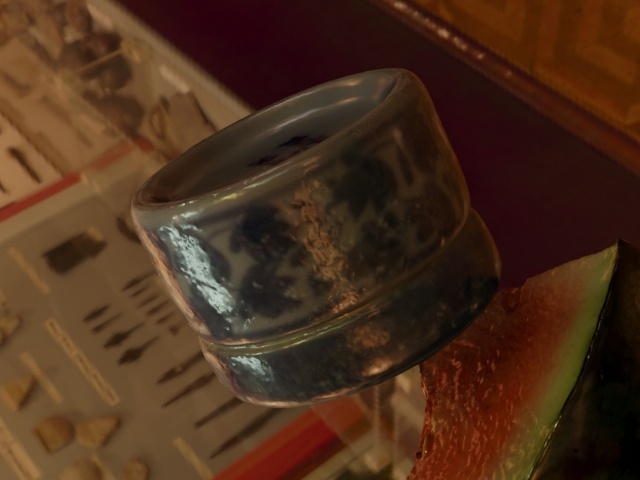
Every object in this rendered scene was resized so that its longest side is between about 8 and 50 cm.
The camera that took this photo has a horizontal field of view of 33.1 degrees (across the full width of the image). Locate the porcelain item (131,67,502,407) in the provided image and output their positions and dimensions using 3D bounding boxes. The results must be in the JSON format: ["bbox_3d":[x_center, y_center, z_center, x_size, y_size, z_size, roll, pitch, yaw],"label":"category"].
[{"bbox_3d":[0.000,0.000,0.497,0.147,0.147,0.114,4,125,59],"label":"porcelain item"}]

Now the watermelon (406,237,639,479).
[{"bbox_3d":[0.107,0.103,0.511,0.137,0.145,0.193,1,148,15],"label":"watermelon"}]
